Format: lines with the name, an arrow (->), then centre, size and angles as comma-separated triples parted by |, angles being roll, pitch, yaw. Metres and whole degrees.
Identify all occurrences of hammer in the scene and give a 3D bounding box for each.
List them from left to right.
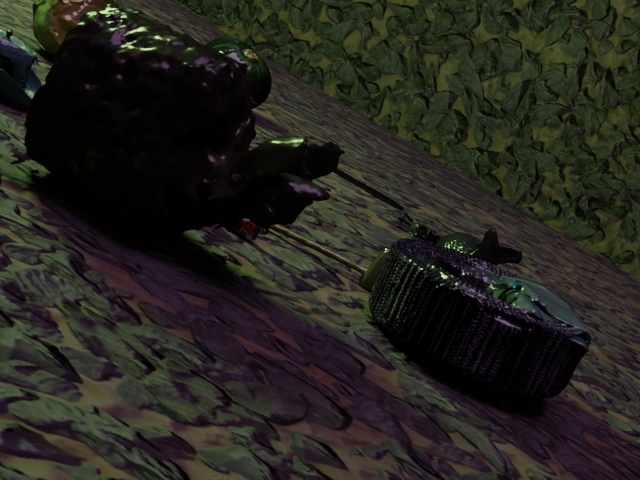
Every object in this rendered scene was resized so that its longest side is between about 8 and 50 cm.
hammer -> 0.000, 0.000, 1.587 | 0.195, 0.060, 0.028 | 26, 11, 8

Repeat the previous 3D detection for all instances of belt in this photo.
belt -> 0.192, 0.091, 1.478 | 0.260, 0.122, 0.325 | 22, 8, 1

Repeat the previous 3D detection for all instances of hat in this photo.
hat -> -0.424, -0.240, 1.545 | 0.191, 0.077, 0.138 | 27, 10, -10

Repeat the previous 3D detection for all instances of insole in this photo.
insole -> 0.083, -0.109, 2.380 | 0.188, 0.004, 0.064 | 31, 11, 12

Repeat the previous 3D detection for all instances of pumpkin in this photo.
pumpkin -> -0.178, -0.344, 2.486 | 0.167, 0.125, 0.167 | 23, 37, -18

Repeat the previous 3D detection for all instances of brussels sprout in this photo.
brussels sprout -> -0.408, -0.355, 1.992 | 0.149, 0.151, 0.122 | -9, 0, -31

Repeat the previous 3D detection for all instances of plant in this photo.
plant -> -0.138, -0.098, 1.281 | 0.312, 0.213, 0.215 | 32, 7, 5

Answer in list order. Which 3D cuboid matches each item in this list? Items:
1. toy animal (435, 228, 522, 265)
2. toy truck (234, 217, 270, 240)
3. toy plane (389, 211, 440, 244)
toy animal -> 0.248, 0.037, 1.927 | 0.117, 0.121, 0.210 | 46, 2, -9
toy truck -> -0.102, -0.026, 1.498 | 0.083, 0.032, 0.024 | 34, 8, 20
toy plane -> 0.174, -0.020, 2.141 | 0.121, 0.031, 0.049 | 34, 7, 13
